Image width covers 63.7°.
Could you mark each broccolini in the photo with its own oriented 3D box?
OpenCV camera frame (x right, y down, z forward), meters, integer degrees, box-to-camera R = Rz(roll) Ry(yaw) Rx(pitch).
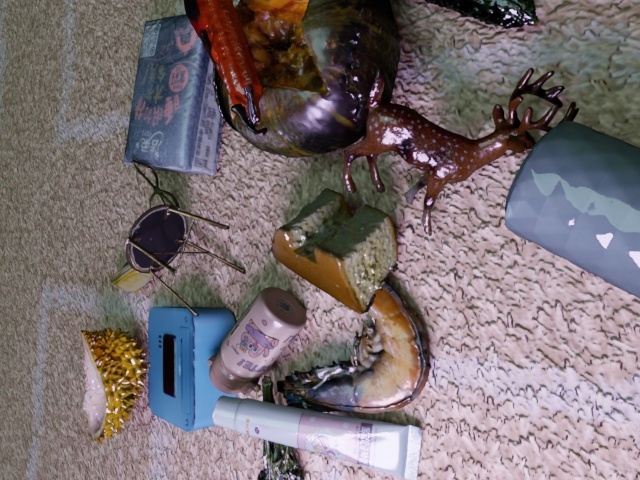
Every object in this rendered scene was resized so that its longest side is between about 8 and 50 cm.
[{"bbox_3d":[-0.077,0.331,0.868,0.058,0.074,0.201,-1,98,55],"label":"broccolini"}]

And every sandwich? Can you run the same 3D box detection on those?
[{"bbox_3d":[0.000,0.000,0.801,0.236,0.122,0.128,24,146,40],"label":"sandwich"}]

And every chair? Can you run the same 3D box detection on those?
[{"bbox_3d":[-0.308,-0.009,1.008,0.326,0.170,0.159,28,148,30],"label":"chair"}]

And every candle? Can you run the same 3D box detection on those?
[{"bbox_3d":[-0.134,-0.267,0.734,0.084,0.059,0.301,-42,61,42],"label":"candle"}]

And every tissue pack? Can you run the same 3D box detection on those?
[{"bbox_3d":[-0.299,-0.301,1.072,0.228,0.103,0.315,12,94,39],"label":"tissue pack"}]

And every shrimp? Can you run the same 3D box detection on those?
[{"bbox_3d":[0.031,0.169,0.823,0.290,0.054,0.222,-22,75,31],"label":"shrimp"}]

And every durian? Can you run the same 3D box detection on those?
[{"bbox_3d":[-0.447,0.314,1.124,0.183,0.138,0.249,23,108,34],"label":"durian"}]

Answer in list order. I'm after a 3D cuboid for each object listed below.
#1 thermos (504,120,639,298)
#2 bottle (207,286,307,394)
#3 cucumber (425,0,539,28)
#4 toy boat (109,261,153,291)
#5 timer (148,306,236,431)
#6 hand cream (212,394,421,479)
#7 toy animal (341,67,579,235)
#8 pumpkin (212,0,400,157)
[{"bbox_3d":[0.358,-0.024,0.536,0.286,0.145,0.182,33,109,32],"label":"thermos"},{"bbox_3d":[-0.114,0.189,0.909,0.110,0.097,0.209,40,114,6],"label":"bottle"},{"bbox_3d":[0.183,-0.366,0.736,0.300,0.072,0.072,36,108,31],"label":"cucumber"},{"bbox_3d":[-0.421,0.072,1.167,0.172,0.065,0.066,-29,48,31],"label":"toy boat"},{"bbox_3d":[-0.276,0.249,1.056,0.250,0.091,0.231,-6,84,49],"label":"timer"},{"bbox_3d":[-0.010,0.297,0.810,0.331,0.058,0.085,6,97,16],"label":"hand cream"},{"bbox_3d":[0.166,-0.125,0.678,0.087,0.244,0.260,-77,11,-46],"label":"toy animal"},{"bbox_3d":[-0.021,-0.282,0.806,0.320,0.192,0.320,-1,89,38],"label":"pumpkin"}]
